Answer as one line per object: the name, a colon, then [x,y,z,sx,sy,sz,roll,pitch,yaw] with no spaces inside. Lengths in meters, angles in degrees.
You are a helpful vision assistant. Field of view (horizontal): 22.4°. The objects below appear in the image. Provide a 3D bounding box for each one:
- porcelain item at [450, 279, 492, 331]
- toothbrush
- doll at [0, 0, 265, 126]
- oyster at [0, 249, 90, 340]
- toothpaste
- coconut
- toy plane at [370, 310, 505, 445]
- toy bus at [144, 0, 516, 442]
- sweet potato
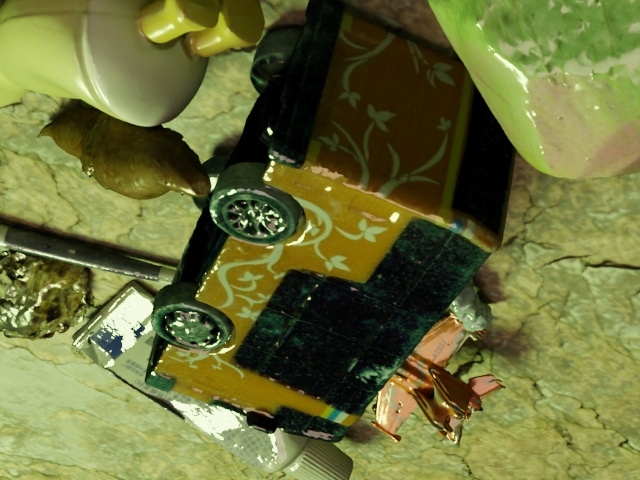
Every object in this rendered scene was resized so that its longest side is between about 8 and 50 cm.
porcelain item: [0.110,0.040,1.281,0.028,0.036,0.083,-31,136,7]
toothbrush: [-0.157,0.024,1.374,0.288,0.024,0.026,14,158,3]
doll: [-0.183,-0.142,1.099,0.296,0.117,0.141,7,-176,31]
oyster: [-0.256,0.055,1.431,0.103,0.051,0.148,22,134,-19]
toothpaste: [-0.089,0.144,1.477,0.282,0.068,0.099,37,100,-15]
coconut: [0.173,-0.137,0.886,0.236,0.236,0.204,46,169,-33]
toy plane: [0.058,0.095,1.355,0.188,0.062,0.135,36,115,8]
toy bus: [0.000,0.000,1.167,0.194,0.162,0.323,20,142,-9]
sweet potato: [-0.142,-0.064,1.150,0.067,0.067,0.274,39,171,-27]
